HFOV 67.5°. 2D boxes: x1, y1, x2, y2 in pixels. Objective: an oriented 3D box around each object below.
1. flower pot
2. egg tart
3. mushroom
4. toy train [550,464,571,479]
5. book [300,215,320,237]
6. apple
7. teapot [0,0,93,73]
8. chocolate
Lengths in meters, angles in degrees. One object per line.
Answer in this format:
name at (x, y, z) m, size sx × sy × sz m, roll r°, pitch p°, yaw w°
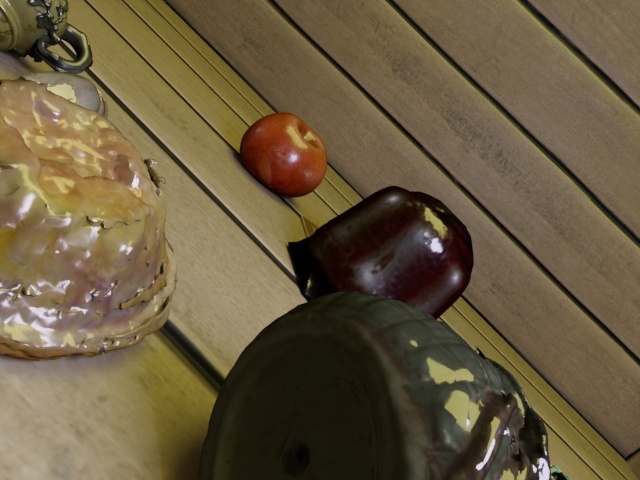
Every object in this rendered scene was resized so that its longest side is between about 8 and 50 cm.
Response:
flower pot at (0.049, 0.201, 0.405) m, size 0.213 × 0.302 × 0.302 m, roll 32°, pitch 19°, yaw -43°
egg tart at (-0.275, -0.047, 0.484) m, size 0.352 × 0.150 × 0.352 m, roll 39°, pitch 19°, yaw -16°
mushroom at (-0.395, -0.217, 0.745) m, size 0.097 × 0.088 × 0.212 m, roll 6°, pitch 20°, yaw -13°
toy train at (0.502, 0.586, 0.874) m, size 0.237 × 0.150 × 0.369 m, roll 41°, pitch 12°, yaw -49°
book at (0.000, 0.000, 1.378) m, size 0.118 × 0.012 × 0.172 m, roll 37°, pitch 16°, yaw -27°
apple at (-0.101, -0.253, 1.427) m, size 0.272 × 0.206 × 0.251 m, roll 38°, pitch 18°, yaw -28°
teapot at (-0.498, -0.361, 0.756) m, size 0.269 × 0.173 × 0.182 m, roll 42°, pitch 44°, yaw -26°
chocolate at (0.170, 0.042, 1.106) m, size 0.383 × 0.331 × 0.383 m, roll 41°, pitch 17°, yaw -15°
